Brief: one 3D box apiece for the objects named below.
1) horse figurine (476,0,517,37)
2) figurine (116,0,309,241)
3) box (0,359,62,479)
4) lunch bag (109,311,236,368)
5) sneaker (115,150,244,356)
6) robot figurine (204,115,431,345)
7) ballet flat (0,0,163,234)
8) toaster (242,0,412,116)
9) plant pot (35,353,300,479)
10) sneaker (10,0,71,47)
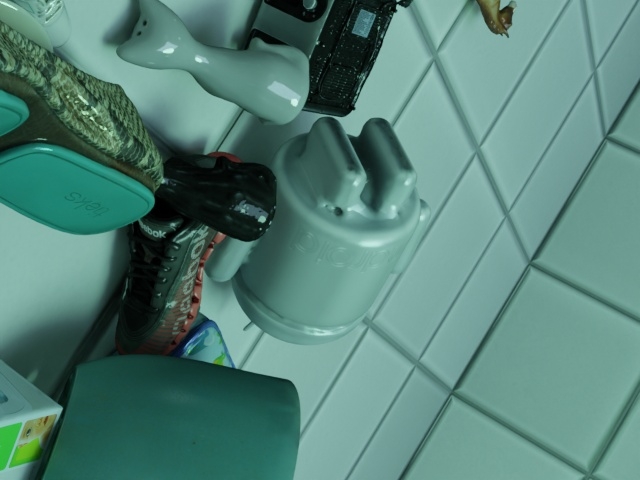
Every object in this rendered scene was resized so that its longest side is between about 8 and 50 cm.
[{"bbox_3d":[0.258,-0.425,1.591,0.263,0.066,0.174,5,107,-66],"label":"horse figurine"},{"bbox_3d":[-0.131,-0.126,1.070,0.209,0.092,0.214,18,87,-37],"label":"figurine"},{"bbox_3d":[-0.406,0.254,0.989,0.231,0.127,0.261,-3,120,-64],"label":"box"},{"bbox_3d":[-0.197,0.195,1.368,0.176,0.090,0.219,-44,150,-23],"label":"lunch bag"},{"bbox_3d":[-0.181,0.018,1.193,0.276,0.098,0.135,-65,156,4],"label":"sneaker"},{"bbox_3d":[0.000,0.000,1.354,0.300,0.199,0.353,0,139,-24],"label":"robot figurine"},{"bbox_3d":[-0.262,-0.115,0.771,0.164,0.182,0.483,-22,171,10],"label":"ballet flat"},{"bbox_3d":[0.000,-0.243,1.238,0.186,0.110,0.168,-4,121,-61],"label":"toaster"},{"bbox_3d":[-0.187,0.257,1.137,0.293,0.235,0.293,-160,-90,-76],"label":"plant pot"},{"bbox_3d":[-0.243,-0.208,0.875,0.053,0.061,0.152,-55,156,-17],"label":"sneaker"}]
